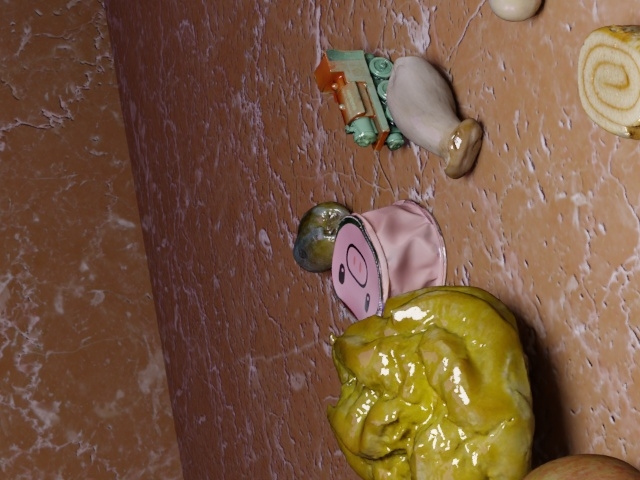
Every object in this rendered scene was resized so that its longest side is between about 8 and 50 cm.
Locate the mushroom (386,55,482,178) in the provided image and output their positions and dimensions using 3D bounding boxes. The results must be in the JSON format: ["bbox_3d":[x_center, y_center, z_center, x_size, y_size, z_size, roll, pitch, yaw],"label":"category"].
[{"bbox_3d":[0.156,-0.178,1.776,0.097,0.088,0.212,-49,47,16],"label":"mushroom"}]

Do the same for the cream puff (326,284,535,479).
[{"bbox_3d":[0.134,0.222,1.604,0.291,0.257,0.324,-36,-54,-84],"label":"cream puff"}]

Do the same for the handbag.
[{"bbox_3d":[0.098,0.036,1.912,0.205,0.116,0.179,-134,43,-56],"label":"handbag"}]

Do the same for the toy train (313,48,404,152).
[{"bbox_3d":[0.068,-0.213,1.939,0.074,0.118,0.176,114,146,-54],"label":"toy train"}]

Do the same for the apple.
[{"bbox_3d":[0.294,0.335,1.416,0.188,0.174,0.188,179,90,-68],"label":"apple"}]

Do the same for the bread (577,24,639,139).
[{"bbox_3d":[0.340,-0.168,1.355,0.149,0.073,0.122,-133,39,-60],"label":"bread"}]

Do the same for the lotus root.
[{"bbox_3d":[0.000,0.000,2.185,0.192,0.088,0.113,138,140,-64],"label":"lotus root"}]

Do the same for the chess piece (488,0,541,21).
[{"bbox_3d":[0.239,-0.351,1.539,0.094,0.094,0.170,-134,41,-57],"label":"chess piece"}]
